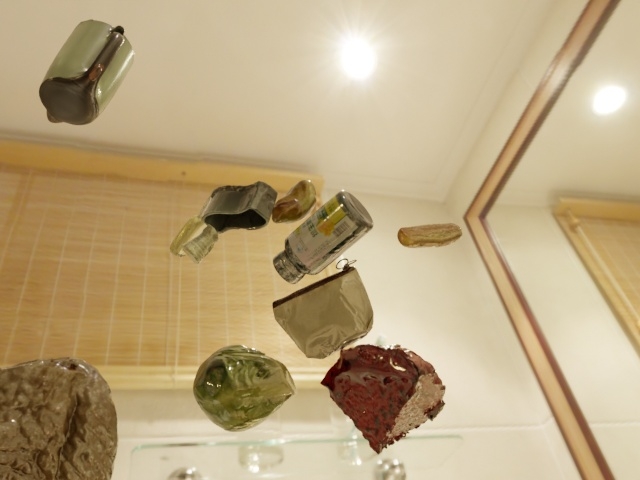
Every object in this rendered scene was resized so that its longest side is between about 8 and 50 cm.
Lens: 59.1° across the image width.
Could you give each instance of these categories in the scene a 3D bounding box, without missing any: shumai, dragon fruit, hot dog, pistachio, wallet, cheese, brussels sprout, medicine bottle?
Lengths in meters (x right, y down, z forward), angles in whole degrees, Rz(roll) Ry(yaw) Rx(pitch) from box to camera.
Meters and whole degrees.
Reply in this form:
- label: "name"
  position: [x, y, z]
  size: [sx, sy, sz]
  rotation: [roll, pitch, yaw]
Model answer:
- label: "shumai"
  position: [-0.330, 0.233, 0.650]
  size: [0.167, 0.205, 0.176]
  rotation: [10, -11, -27]
- label: "dragon fruit"
  position: [0.187, 0.365, 1.338]
  size: [0.303, 0.240, 0.330]
  rotation: [7, -34, -14]
- label: "hot dog"
  position: [0.269, -0.007, 1.385]
  size: [0.216, 0.066, 0.047]
  rotation: [-8, -43, -41]
- label: "pistachio"
  position: [-0.077, -0.105, 1.750]
  size: [0.100, 0.189, 0.110]
  rotation: [33, -34, 7]
- label: "wallet"
  position: [0.025, 0.243, 1.903]
  size: [0.336, 0.068, 0.274]
  rotation: [-27, -85, -3]
- label: "cheese"
  position: [-0.401, -0.061, 1.862]
  size: [0.050, 0.127, 0.255]
  rotation: [37, -75, 9]
- label: "brussels sprout"
  position: [-0.206, 0.398, 1.533]
  size: [0.272, 0.219, 0.210]
  rotation: [-12, -71, 9]
- label: "medicine bottle"
  position: [0.000, 0.000, 1.590]
  size: [0.293, 0.141, 0.141]
  rotation: [-41, -49, 19]

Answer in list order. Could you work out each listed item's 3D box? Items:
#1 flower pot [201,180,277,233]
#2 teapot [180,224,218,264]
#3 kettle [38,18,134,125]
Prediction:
- label: "flower pot"
  position: [-0.238, -0.098, 1.664]
  size: [0.229, 0.108, 0.103]
  rotation: [-6, -37, 31]
- label: "teapot"
  position: [-0.266, 0.009, 1.275]
  size: [0.083, 0.057, 0.067]
  rotation: [-48, -32, -21]
- label: "kettle"
  position: [-0.577, -0.431, 1.417]
  size: [0.240, 0.255, 0.165]
  rotation: [-27, -52, 36]
